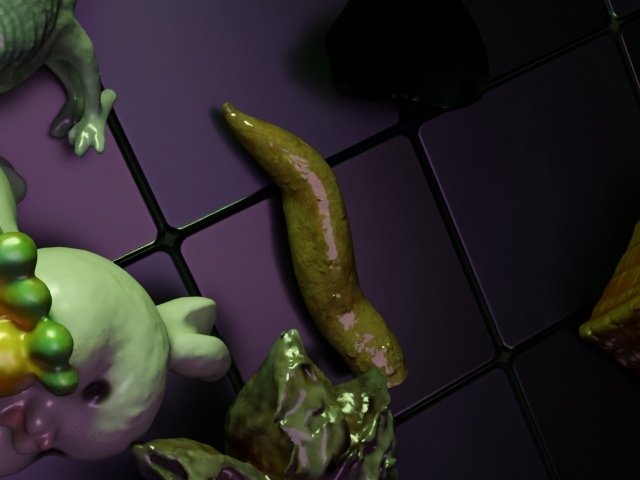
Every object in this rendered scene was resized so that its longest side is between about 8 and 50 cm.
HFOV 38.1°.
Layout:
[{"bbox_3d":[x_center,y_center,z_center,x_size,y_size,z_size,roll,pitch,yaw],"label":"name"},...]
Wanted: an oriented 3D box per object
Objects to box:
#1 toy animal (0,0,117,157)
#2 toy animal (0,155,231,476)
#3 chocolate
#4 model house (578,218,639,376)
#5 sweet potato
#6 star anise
[{"bbox_3d":[-0.211,-0.165,0.685,0.367,0.081,0.206,-52,135,-38],"label":"toy animal"},{"bbox_3d":[-0.220,0.053,0.656,0.310,0.247,0.183,33,99,-3],"label":"toy animal"},{"bbox_3d":[0.067,-0.171,0.820,0.149,0.080,0.125,7,79,-13],"label":"chocolate"},{"bbox_3d":[0.392,0.046,0.891,0.229,0.199,0.219,-15,85,-22],"label":"model house"},{"bbox_3d":[0.000,0.000,0.814,0.067,0.059,0.281,-20,97,14],"label":"sweet potato"},{"bbox_3d":[-0.044,0.232,0.728,0.332,0.117,0.331,-20,125,-33],"label":"star anise"}]
